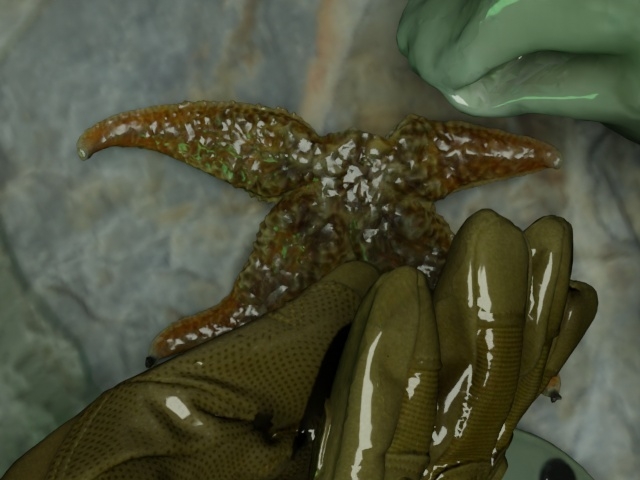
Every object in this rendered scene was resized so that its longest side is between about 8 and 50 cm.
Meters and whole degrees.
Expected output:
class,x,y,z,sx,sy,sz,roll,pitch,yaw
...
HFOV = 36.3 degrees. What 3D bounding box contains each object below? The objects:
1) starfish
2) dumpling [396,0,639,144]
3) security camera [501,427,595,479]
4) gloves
class,x,y,z,sx,sy,sz,roll,pitch,yaw
starfish,0.000,0.002,0.495,0.247,0.050,0.138,4,91,6
dumpling,0.204,-0.114,0.390,0.321,0.270,0.211,20,95,8
security camera,0.009,0.185,0.483,0.302,0.080,0.157,-8,75,-12
gloves,-0.028,0.099,0.384,0.331,0.154,0.141,-22,87,-9
